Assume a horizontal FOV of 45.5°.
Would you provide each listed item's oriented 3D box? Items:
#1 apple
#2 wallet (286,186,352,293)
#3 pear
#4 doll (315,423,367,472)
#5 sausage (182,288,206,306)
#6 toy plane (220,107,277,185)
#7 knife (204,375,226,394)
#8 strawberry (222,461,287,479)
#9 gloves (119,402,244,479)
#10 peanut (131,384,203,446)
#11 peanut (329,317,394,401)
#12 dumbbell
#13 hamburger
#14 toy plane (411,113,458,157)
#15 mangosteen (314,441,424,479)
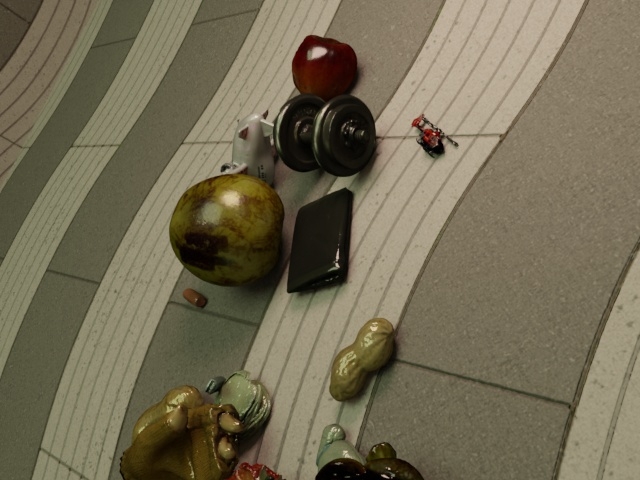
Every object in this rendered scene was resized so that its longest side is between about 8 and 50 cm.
[{"bbox_3d":[0.008,-0.431,1.939,0.147,0.156,0.158,43,126,49],"label":"apple"},{"bbox_3d":[0.000,0.000,1.738,0.169,0.052,0.245,-21,47,34],"label":"wallet"},{"bbox_3d":[-0.218,-0.026,1.790,0.284,0.283,0.283,-25,49,32],"label":"pear"},{"bbox_3d":[0.042,0.427,1.388,0.103,0.071,0.214,-46,41,12],"label":"doll"},{"bbox_3d":[-0.327,0.148,1.975,0.083,0.034,0.034,23,82,51],"label":"sausage"},{"bbox_3d":[-0.166,-0.217,1.932,0.118,0.252,0.252,28,85,18],"label":"toy plane"},{"bbox_3d":[-0.234,0.324,1.692,0.044,0.023,0.162,-55,-5,-6],"label":"knife"},{"bbox_3d":[-0.125,0.528,1.455,0.286,0.106,0.188,-37,56,39],"label":"strawberry"},{"bbox_3d":[-0.281,0.438,1.600,0.356,0.203,0.155,-30,14,38],"label":"gloves"},{"bbox_3d":[-0.360,0.423,1.778,0.229,0.098,0.103,-42,10,21],"label":"peanut"},{"bbox_3d":[0.078,0.232,1.480,0.187,0.082,0.082,-49,40,9],"label":"peanut"},{"bbox_3d":[0.010,-0.247,1.778,0.290,0.192,0.192,12,73,49],"label":"dumbbell"},{"bbox_3d":[-0.172,0.358,1.657,0.133,0.062,0.140,-46,39,11],"label":"hamburger"},{"bbox_3d":[0.236,-0.228,1.659,0.060,0.037,0.145,-44,42,9],"label":"toy plane"},{"bbox_3d":[0.072,0.492,1.156,0.330,0.330,0.330,-25,49,32],"label":"mangosteen"}]
